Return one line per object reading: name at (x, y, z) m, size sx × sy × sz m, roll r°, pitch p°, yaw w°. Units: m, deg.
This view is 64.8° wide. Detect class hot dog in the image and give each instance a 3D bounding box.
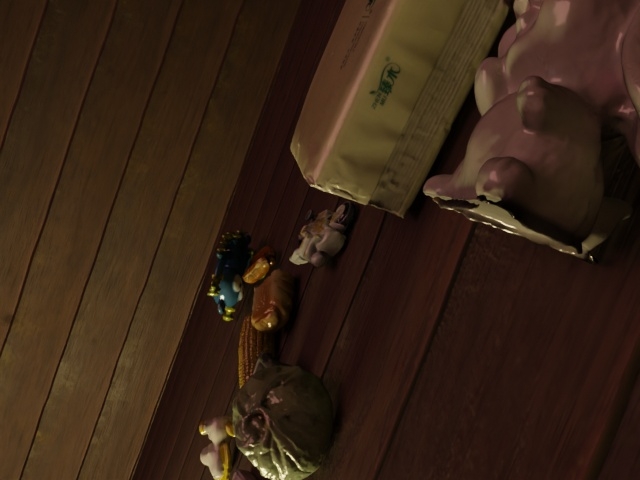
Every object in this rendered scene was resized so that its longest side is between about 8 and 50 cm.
hot dog at (-0.196, 0.084, 1.619) m, size 0.236 × 0.062 × 0.092 m, roll -36°, pitch 31°, yaw 63°

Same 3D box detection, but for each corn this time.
corn at (-0.161, 0.286, 1.279) m, size 0.093 × 0.093 × 0.244 m, roll -57°, pitch 23°, yaw 34°

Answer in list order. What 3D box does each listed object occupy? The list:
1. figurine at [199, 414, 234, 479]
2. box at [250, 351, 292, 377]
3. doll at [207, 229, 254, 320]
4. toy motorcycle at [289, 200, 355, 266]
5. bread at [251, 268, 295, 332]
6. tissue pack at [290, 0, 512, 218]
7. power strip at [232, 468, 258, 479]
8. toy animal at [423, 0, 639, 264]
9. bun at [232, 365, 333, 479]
figurine at (-0.268, 0.556, 1.337) m, size 0.130 × 0.109 × 0.178 m, roll -2°, pitch 72°, yaw 47°
box at (-0.101, 0.335, 1.069) m, size 0.124 × 0.093 × 0.172 m, roll 6°, pitch 77°, yaw 71°
doll at (-0.290, 0.114, 1.735) m, size 0.346 × 0.099 × 0.341 m, roll 92°, pitch -168°, yaw -52°
toy motorcycle at (0.000, 0.000, 1.144) m, size 0.229 × 0.074 × 0.151 m, roll -28°, pitch 40°, yaw 50°
bread at (-0.120, 0.156, 1.288) m, size 0.119 × 0.084 × 0.177 m, roll -32°, pitch 36°, yaw 32°
tissue pack at (0.109, -0.267, 0.885) m, size 0.380 × 0.207 × 0.297 m, roll -66°, pitch 18°, yaw 14°
power strip at (-0.146, 0.567, 1.055) m, size 0.279 × 0.038 × 0.109 m, roll -21°, pitch 53°, yaw 66°
toy animal at (0.233, -0.114, 0.465) m, size 0.249 × 0.174 × 0.289 m, roll -83°, pitch 18°, yaw -65°
bun at (-0.083, 0.321, 0.894) m, size 0.213 × 0.126 × 0.203 m, roll -12°, pitch 61°, yaw 38°
